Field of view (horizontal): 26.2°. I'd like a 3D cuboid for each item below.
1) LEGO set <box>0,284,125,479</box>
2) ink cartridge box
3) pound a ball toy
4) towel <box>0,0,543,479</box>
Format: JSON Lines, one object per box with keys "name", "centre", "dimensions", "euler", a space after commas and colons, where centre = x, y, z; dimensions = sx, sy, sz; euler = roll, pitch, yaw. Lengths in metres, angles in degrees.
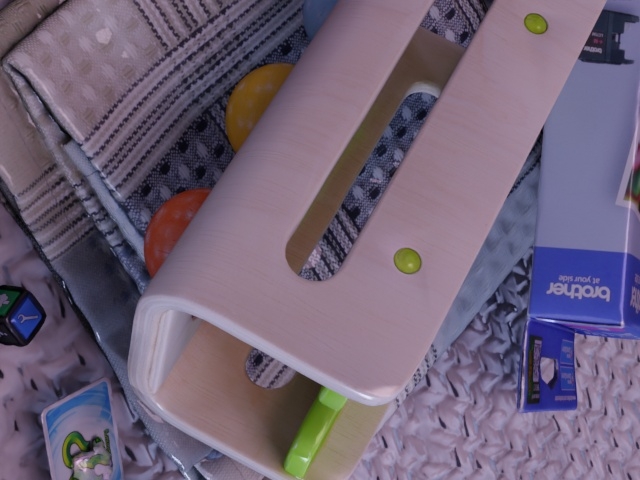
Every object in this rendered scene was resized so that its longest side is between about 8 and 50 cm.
{"name": "LEGO set", "centre": [-0.167, 0.150, 0.654], "dimensions": [0.182, 0.060, 0.244], "euler": [-27, 117, -52]}
{"name": "ink cartridge box", "centre": [0.172, -0.050, 0.819], "dimensions": [0.186, 0.065, 0.311], "euler": [20, 77, -71]}
{"name": "pound a ball toy", "centre": [0.000, 0.000, 0.661], "dimensions": [0.135, 0.208, 0.319], "euler": [29, 60, 4]}
{"name": "towel", "centre": [-0.009, -0.047, 0.749], "dimensions": [0.324, 0.056, 0.312], "euler": [-43, 120, -26]}
